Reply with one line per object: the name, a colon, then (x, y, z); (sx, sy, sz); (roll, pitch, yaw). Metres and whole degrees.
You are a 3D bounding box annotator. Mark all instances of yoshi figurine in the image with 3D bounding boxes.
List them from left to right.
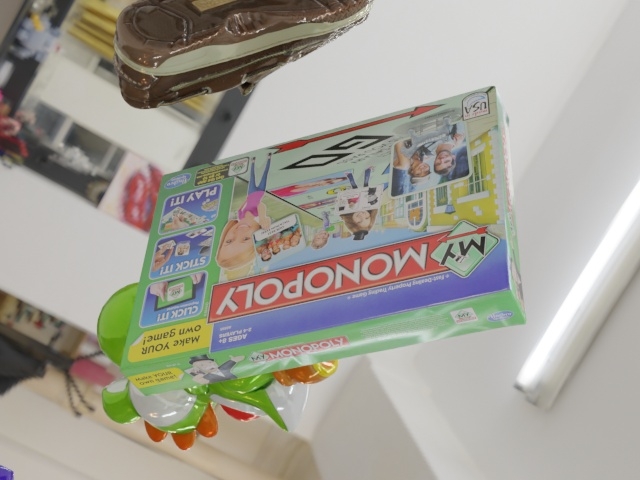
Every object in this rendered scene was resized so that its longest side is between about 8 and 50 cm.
yoshi figurine: (-0.131, 0.100, 1.108); (0.362, 0.203, 0.203); (-23, -132, 35)

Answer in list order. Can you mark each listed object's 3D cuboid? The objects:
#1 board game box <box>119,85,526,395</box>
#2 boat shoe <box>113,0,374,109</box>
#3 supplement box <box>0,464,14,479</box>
board game box: (0.000, 0.000, 0.806); (0.317, 0.046, 0.214); (-13, -134, 20)
boat shoe: (-0.067, -0.179, 0.871); (0.257, 0.095, 0.095); (-20, 148, -31)
supplement box: (-0.188, 0.172, 0.325); (0.114, 0.111, 0.220); (-43, -148, 22)
